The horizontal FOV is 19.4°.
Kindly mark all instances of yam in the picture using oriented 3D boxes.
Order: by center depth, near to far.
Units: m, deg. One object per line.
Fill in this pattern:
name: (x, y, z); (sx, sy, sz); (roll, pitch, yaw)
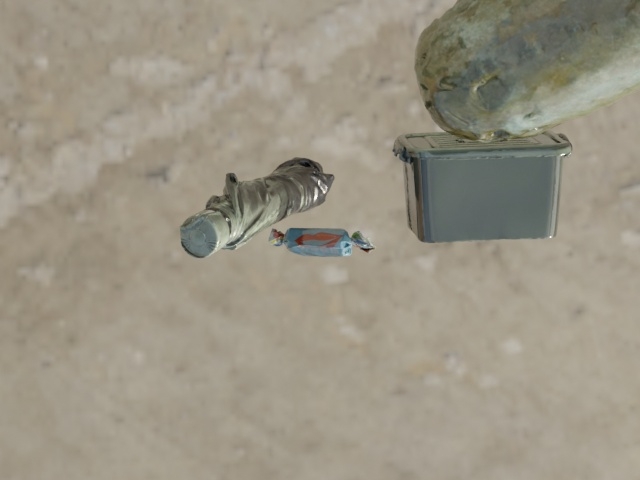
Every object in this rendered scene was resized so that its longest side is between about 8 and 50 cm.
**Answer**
yam: (0.206, -0.167, 1.150); (0.330, 0.133, 0.133); (-29, 137, 11)

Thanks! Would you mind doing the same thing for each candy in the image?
candy: (0.000, 0.000, 1.378); (0.083, 0.020, 0.030); (3, 154, 19)

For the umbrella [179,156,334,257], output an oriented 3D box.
umbrella: (-0.050, -0.028, 1.369); (0.046, 0.050, 0.188); (-29, 180, 30)

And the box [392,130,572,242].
box: (0.113, -0.039, 1.311); (0.122, 0.084, 0.069); (-2, 101, -5)
